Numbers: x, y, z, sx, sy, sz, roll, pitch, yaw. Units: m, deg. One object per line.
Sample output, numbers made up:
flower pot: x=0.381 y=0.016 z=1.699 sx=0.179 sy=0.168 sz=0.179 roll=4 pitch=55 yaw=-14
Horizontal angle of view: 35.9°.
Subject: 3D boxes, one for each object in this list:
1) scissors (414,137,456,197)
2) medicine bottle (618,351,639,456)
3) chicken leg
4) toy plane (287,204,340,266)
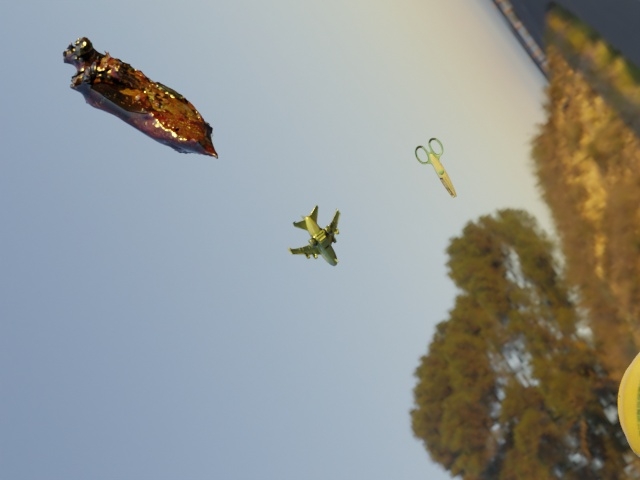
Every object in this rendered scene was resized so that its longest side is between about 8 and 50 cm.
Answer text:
scissors: x=0.222 y=-0.132 z=1.851 sx=0.119 sy=0.058 sz=0.014 roll=61 pitch=166 yaw=-5
medicine bottle: x=0.326 y=0.119 z=0.684 sx=0.064 sy=0.261 sz=0.094 roll=22 pitch=-105 yaw=-31
chicken leg: x=-0.212 y=-0.163 z=1.171 sx=0.234 sy=0.063 sz=0.105 roll=31 pitch=-155 yaw=-1
toy plane: x=0.000 y=0.000 z=1.531 sx=0.111 sy=0.102 sz=0.040 roll=58 pitch=167 yaw=-27
